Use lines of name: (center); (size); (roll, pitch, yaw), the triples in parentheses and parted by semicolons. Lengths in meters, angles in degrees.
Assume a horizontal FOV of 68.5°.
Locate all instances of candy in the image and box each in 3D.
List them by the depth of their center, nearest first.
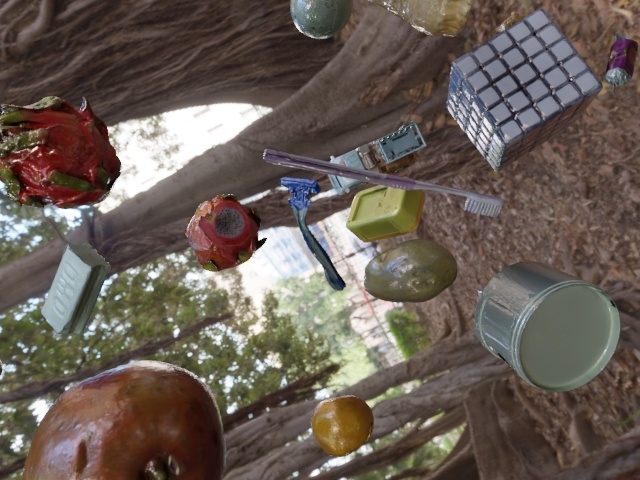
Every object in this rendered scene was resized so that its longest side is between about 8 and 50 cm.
candy: (0.579, -0.345, 0.903); (0.045, 0.174, 0.043); (33, 156, -23)

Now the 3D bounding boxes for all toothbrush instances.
toothbrush: (0.094, -0.079, 0.664); (0.024, 0.354, 0.029); (-104, 26, -69)

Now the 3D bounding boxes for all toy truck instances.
toy truck: (0.104, -0.158, 0.913); (0.080, 0.178, 0.115); (65, 175, 0)

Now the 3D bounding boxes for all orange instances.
orange: (0.052, 0.441, 1.120); (0.154, 0.155, 0.134); (56, -152, -73)

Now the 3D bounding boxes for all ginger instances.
ginger: (0.110, -0.395, 0.665); (0.354, 0.190, 0.126); (55, 147, 37)
ginger: (0.514, -0.542, 1.177); (0.044, 0.137, 0.057); (-108, 15, -62)

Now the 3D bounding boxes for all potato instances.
potato: (0.221, 0.082, 1.178); (0.160, 0.235, 0.177); (-88, -18, -54)

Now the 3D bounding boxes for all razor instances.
razor: (-0.007, 0.008, 1.029); (0.093, 0.056, 0.324); (12, 138, 36)

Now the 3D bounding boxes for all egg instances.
egg: (0.005, -0.653, 1.304); (0.169, 0.169, 0.236); (62, -146, -35)

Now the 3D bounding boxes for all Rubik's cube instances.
Rubik's cube: (0.460, -0.341, 1.111); (0.236, 0.238, 0.237); (59, -173, 13)

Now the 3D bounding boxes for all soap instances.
soap: (-0.586, 0.117, 1.122); (0.115, 0.198, 0.063); (33, -166, 28)

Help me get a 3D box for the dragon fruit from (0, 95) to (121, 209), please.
dragon fruit: (-0.602, -0.191, 1.068); (0.303, 0.237, 0.231); (18, -123, -72)

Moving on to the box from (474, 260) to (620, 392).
box: (0.449, 0.168, 0.944); (0.226, 0.226, 0.149); (63, 175, -18)

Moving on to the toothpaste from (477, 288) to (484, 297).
toothpaste: (0.542, 0.154, 1.301); (0.044, 0.194, 0.070); (-48, -54, -85)

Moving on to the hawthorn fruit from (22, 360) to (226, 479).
hawthorn fruit: (-0.361, 0.442, 0.921); (0.402, 0.403, 0.403); (64, -178, -5)

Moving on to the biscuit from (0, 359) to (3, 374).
biscuit: (-0.406, 0.123, 0.459); (0.240, 0.158, 0.035); (-63, 40, 37)

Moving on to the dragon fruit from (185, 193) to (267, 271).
dragon fruit: (-0.345, -0.036, 1.738); (0.189, 0.291, 0.290); (-22, 95, 58)

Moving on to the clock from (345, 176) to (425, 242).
clock: (0.176, -0.080, 1.283); (0.096, 0.202, 0.143); (39, -122, -28)
